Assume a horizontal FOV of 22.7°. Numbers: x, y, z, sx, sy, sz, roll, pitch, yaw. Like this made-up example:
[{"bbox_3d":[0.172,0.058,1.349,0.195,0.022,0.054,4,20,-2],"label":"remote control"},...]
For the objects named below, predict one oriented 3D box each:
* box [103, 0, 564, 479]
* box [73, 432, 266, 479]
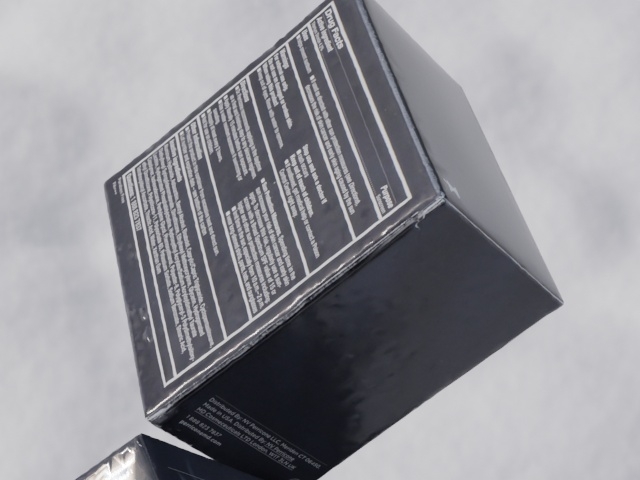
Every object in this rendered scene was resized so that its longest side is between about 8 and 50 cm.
[{"bbox_3d":[0.000,0.000,1.308,0.294,0.182,0.296,-38,40,19],"label":"box"},{"bbox_3d":[-0.048,0.350,1.180,0.179,0.343,0.313,-36,56,16],"label":"box"}]
